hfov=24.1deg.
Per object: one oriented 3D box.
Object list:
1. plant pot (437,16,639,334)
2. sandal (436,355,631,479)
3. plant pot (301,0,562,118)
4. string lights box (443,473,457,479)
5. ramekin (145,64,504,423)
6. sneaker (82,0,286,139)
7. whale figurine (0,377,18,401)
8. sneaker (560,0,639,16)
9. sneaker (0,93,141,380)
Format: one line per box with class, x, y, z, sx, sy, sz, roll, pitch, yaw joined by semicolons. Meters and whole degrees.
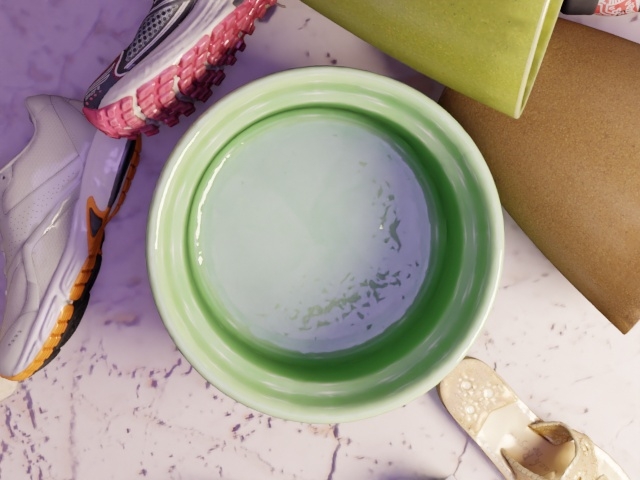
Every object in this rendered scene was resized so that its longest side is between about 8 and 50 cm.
plant pot;0.236;-0.085;1.320;0.254;0.237;0.237;36;91;9
sandal;0.207;0.202;1.391;0.240;0.079;0.088;41;90;-6
plant pot;0.055;-0.267;1.155;0.293;0.275;0.275;18;92;8
string lights box;0.062;0.347;1.373;0.259;0.077;0.133;-39;74;-1
ramekin;0.000;0.000;1.327;0.303;0.148;0.303;0;93;-4
sneaker;-0.106;-0.214;1.300;0.112;0.121;0.299;35;76;9
whale figurine;-0.403;0.081;1.329;0.272;0.141;0.216;37;91;-30
sneaker;0.294;-0.325;1.320;0.145;0.090;0.270;-1;124;-7
sneaker;-0.254;-0.007;1.344;0.121;0.099;0.262;20;85;2
